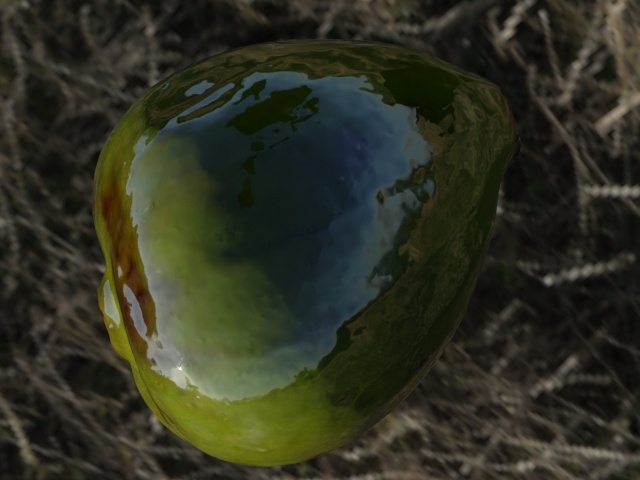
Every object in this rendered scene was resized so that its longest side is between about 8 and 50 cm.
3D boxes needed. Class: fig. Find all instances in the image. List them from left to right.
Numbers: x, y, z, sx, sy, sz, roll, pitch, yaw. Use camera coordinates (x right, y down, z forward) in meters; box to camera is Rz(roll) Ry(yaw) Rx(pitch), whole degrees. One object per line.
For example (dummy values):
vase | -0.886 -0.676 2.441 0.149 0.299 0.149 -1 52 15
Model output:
fig | 0.000 0.000 0.967 0.225 0.203 0.203 -23 58 -9
